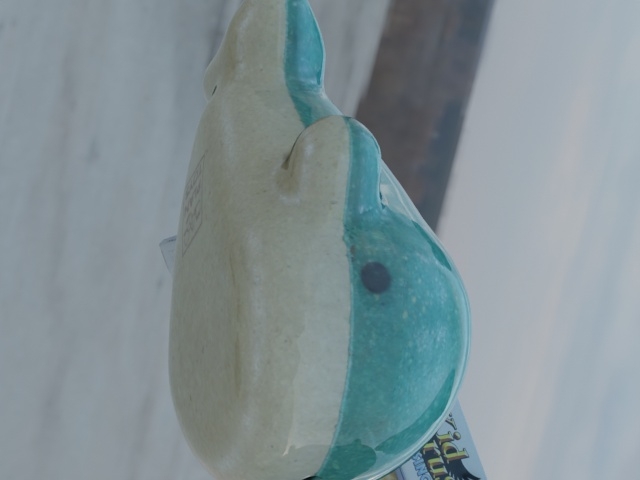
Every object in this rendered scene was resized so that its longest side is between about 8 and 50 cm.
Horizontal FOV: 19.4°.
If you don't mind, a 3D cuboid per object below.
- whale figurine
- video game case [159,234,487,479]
[{"bbox_3d":[0.000,0.000,0.975,0.216,0.141,0.272,123,-33,-55],"label":"whale figurine"},{"bbox_3d":[0.001,0.094,1.275,0.269,0.061,0.244,-11,-81,65],"label":"video game case"}]
